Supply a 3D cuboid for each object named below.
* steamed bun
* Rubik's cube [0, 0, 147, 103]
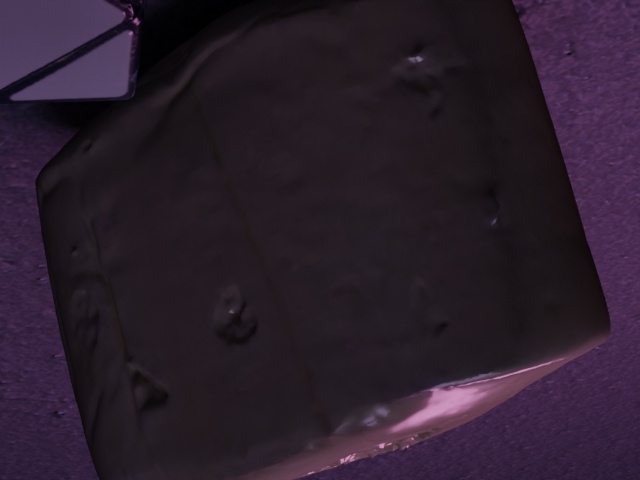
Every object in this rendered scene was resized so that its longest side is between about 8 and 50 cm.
[{"bbox_3d":[0.000,0.000,1.256,0.456,0.371,0.290,-21,168,30],"label":"steamed bun"},{"bbox_3d":[-0.213,-0.216,0.919,0.205,0.205,0.207,-3,155,-12],"label":"Rubik's cube"}]
